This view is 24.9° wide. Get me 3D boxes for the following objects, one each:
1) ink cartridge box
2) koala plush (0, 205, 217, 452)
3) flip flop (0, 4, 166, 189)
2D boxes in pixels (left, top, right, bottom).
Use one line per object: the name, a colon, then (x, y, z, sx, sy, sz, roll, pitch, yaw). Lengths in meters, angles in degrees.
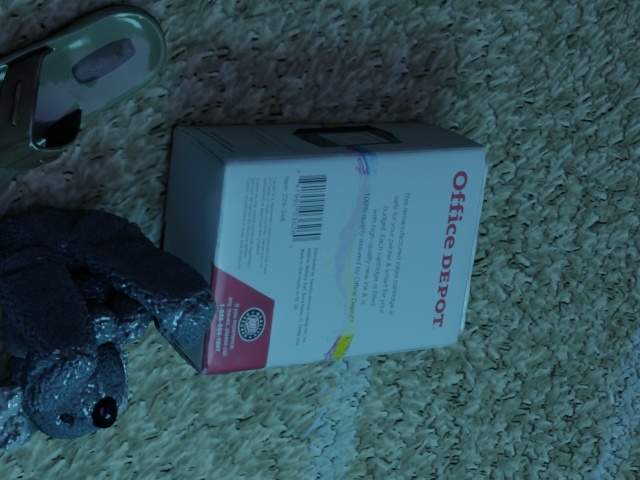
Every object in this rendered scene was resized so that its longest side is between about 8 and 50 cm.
ink cartridge box: (0.000, 0.000, 1.478, 0.306, 0.131, 0.226, -4, 111, -32)
koala plush: (-0.234, 0.101, 1.372, 0.196, 0.203, 0.221, -24, 143, -35)
flip flop: (-0.251, -0.116, 1.304, 0.277, 0.080, 0.112, -34, 124, -16)
